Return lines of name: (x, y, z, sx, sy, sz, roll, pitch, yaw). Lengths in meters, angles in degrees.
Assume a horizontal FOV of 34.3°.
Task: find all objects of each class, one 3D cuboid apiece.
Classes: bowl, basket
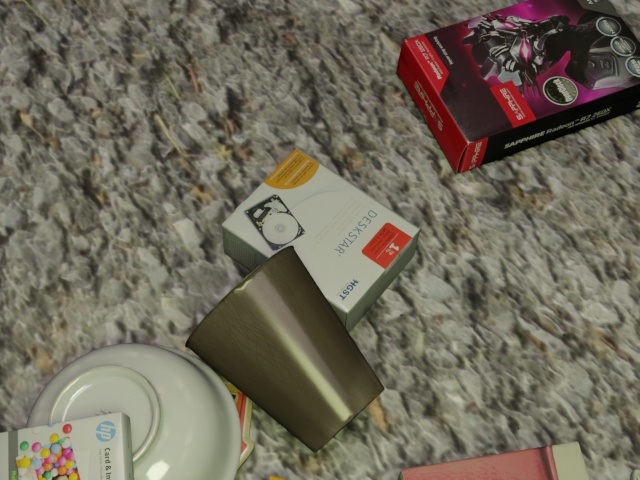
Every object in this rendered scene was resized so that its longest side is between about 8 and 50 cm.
bowl: (-0.259, 0.248, 1.326, 0.298, 0.134, 0.297, -4, 61, 6)
basket: (-0.035, 0.157, 1.390, 0.204, 0.154, 0.227, -46, 81, 13)

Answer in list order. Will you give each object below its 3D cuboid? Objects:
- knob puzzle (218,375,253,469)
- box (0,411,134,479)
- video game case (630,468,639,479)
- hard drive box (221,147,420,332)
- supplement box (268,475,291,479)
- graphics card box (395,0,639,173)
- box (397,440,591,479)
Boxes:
knob puzzle: (-0.186, 0.267, 1.402, 0.213, 0.030, 0.213, 1, 60, -2)
box: (-0.313, 0.290, 1.217, 0.186, 0.038, 0.145, -10, 67, 4)
video game case: (0.519, 0.415, 1.347, 0.227, 0.026, 0.206, 8, 59, 2)
hard drive box: (0.000, 0.000, 1.532, 0.232, 0.089, 0.181, 34, 64, 16)
supplement box: (-0.050, 0.403, 1.285, 0.081, 0.104, 0.188, 13, 60, 5)
graphics card box: (0.341, -0.274, 1.705, 0.371, 0.094, 0.232, -19, 62, -14)
box: (0.216, 0.350, 1.301, 0.232, 0.148, 0.126, -7, 59, -8)
